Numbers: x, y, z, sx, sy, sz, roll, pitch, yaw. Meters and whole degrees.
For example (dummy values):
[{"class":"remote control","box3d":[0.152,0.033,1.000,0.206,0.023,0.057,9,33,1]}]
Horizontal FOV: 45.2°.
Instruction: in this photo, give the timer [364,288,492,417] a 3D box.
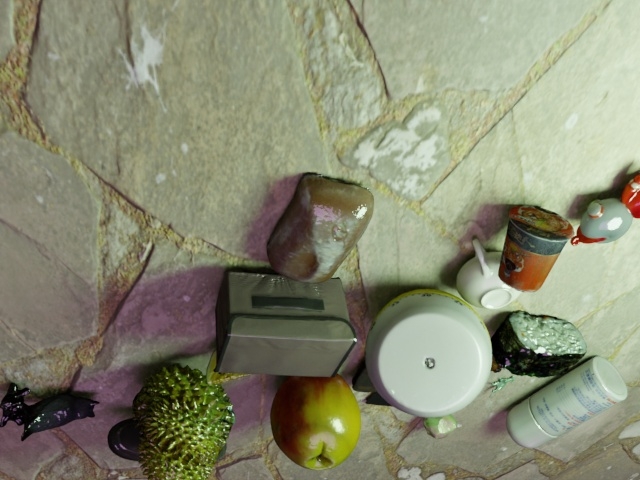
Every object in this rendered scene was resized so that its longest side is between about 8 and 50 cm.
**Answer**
[{"class":"timer","box3d":[0.227,0.223,1.641,0.286,0.285,0.285,-6,141,-5]}]

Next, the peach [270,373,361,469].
[{"class":"peach","box3d":[-0.012,0.419,1.816,0.231,0.230,0.231,-6,141,-5]}]

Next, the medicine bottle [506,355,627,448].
[{"class":"medicine bottle","box3d":[0.643,0.446,2.061,0.130,0.130,0.341,20,132,-32]}]

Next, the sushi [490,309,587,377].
[{"class":"sushi","box3d":[0.502,0.249,1.790,0.225,0.124,0.127,9,135,-26]}]

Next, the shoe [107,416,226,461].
[{"class":"shoe","box3d":[-0.357,0.486,1.874,0.149,0.109,0.293,-14,156,43]}]

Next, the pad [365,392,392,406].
[{"class":"pad","box3d":[0.243,0.355,1.960,0.160,0.009,0.265,13,134,-26]}]

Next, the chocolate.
[{"class":"chocolate","box3d":[0.000,0.000,1.405,0.161,0.083,0.261,7,139,-18]}]

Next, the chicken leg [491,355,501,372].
[{"class":"chicken leg","box3d":[0.441,0.283,1.897,0.062,0.037,0.145,9,140,0]}]

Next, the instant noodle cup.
[{"class":"instant noodle cup","box3d":[0.398,0.020,1.459,0.127,0.127,0.135,2,123,-15]}]

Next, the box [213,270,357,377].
[{"class":"box","box3d":[-0.079,0.168,1.527,0.253,0.153,0.188,3,146,-15]}]

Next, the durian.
[{"class":"durian","box3d":[-0.302,0.415,1.722,0.225,0.291,0.291,-7,142,-15]}]

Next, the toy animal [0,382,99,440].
[{"class":"toy animal","box3d":[-0.608,0.393,1.730,0.210,0.117,0.121,7,132,-17]}]

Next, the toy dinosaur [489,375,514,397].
[{"class":"toy dinosaur","box3d":[0.480,0.383,2.036,0.062,0.021,0.083,-12,142,-19]}]

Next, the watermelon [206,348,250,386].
[{"class":"watermelon","box3d":[-0.166,0.241,1.664,0.182,0.092,0.075,-14,127,6]}]

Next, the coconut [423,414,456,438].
[{"class":"coconut","box3d":[0.322,0.504,2.104,0.082,0.083,0.081,37,117,-17]}]

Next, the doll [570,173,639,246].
[{"class":"doll","box3d":[0.586,-0.061,1.469,0.245,0.076,0.142,-34,135,21]}]

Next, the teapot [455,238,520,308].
[{"class":"teapot","box3d":[0.351,0.079,1.580,0.145,0.092,0.226,-19,137,10]}]

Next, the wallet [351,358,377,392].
[{"class":"wallet","box3d":[0.237,0.328,1.888,0.310,0.042,0.165,7,135,-21]}]
